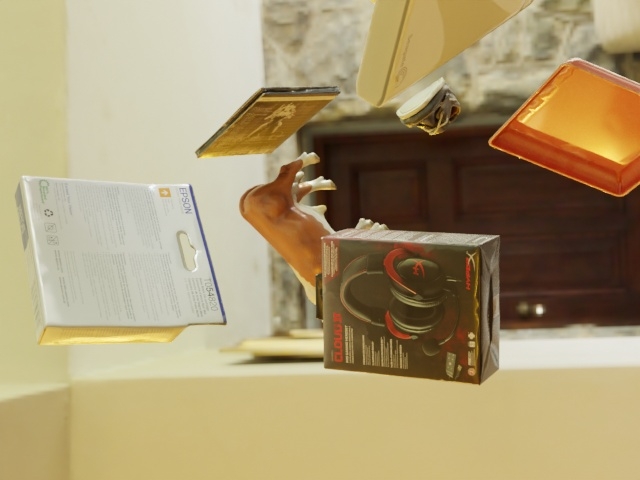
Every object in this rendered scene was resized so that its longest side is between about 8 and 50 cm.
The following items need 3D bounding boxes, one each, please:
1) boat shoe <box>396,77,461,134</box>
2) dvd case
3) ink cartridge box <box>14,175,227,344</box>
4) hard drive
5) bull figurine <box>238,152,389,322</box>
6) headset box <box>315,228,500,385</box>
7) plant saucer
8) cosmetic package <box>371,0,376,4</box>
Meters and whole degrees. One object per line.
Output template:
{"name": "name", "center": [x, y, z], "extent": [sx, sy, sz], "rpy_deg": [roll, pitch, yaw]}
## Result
{"name": "boat shoe", "center": [0.185, -0.214, 1.816], "extent": [0.079, 0.084, 0.233], "rpy_deg": [59, -160, -3]}
{"name": "dvd case", "center": [-0.091, -0.199, 1.863], "extent": [0.164, 0.221, 0.018], "rpy_deg": [-8, -109, -40]}
{"name": "ink cartridge box", "center": [-0.244, 0.023, 1.344], "extent": [0.045, 0.224, 0.223], "rpy_deg": [-57, 41, 45]}
{"name": "hard drive", "center": [0.186, -0.330, 1.357], "extent": [0.353, 0.047, 0.233], "rpy_deg": [-37, -27, -37]}
{"name": "bull figurine", "center": [0.000, 0.000, 1.943], "extent": [0.310, 0.188, 0.101], "rpy_deg": [47, 171, 3]}
{"name": "headset box", "center": [0.127, 0.098, 1.739], "extent": [0.110, 0.293, 0.218], "rpy_deg": [-18, -71, -63]}
{"name": "plant saucer", "center": [0.438, -0.184, 1.756], "extent": [0.259, 0.258, 0.048], "rpy_deg": [129, 158, -61]}
{"name": "cosmetic package", "center": [0.140, -0.616, 2.006], "extent": [0.155, 0.197, 0.365], "rpy_deg": [26, -134, -51]}
